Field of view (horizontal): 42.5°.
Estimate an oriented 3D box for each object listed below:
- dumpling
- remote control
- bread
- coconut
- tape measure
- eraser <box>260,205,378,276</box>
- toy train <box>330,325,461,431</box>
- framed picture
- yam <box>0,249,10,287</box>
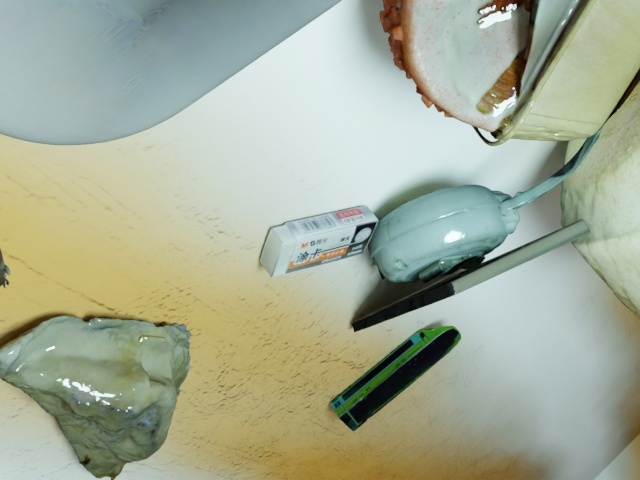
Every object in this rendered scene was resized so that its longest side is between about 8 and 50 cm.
[{"bbox_3d":[-0.185,0.161,0.809,0.166,0.086,0.332,-28,152,-12],"label":"dumpling"},{"bbox_3d":[-0.074,-0.179,0.450,0.332,0.103,0.221,-35,149,-6],"label":"remote control"},{"bbox_3d":[0.154,-0.180,0.611,0.211,0.142,0.224,13,120,-22],"label":"bread"},{"bbox_3d":[0.441,-0.035,0.949,0.328,0.329,0.329,-26,147,-19],"label":"coconut"},{"bbox_3d":[0.169,-0.036,0.821,0.164,0.084,0.330,-17,166,-32],"label":"tape measure"},{"bbox_3d":[0.000,0.000,0.835,0.122,0.029,0.052,-14,142,-34],"label":"eraser"},{"bbox_3d":[0.109,0.186,1.180,0.209,0.042,0.044,-40,128,1],"label":"toy train"},{"bbox_3d":[0.162,0.049,0.960,0.192,0.018,0.265,-23,175,-25],"label":"framed picture"},{"bbox_3d":[-0.316,0.028,0.457,0.279,0.131,0.131,-27,148,-17],"label":"yam"}]
